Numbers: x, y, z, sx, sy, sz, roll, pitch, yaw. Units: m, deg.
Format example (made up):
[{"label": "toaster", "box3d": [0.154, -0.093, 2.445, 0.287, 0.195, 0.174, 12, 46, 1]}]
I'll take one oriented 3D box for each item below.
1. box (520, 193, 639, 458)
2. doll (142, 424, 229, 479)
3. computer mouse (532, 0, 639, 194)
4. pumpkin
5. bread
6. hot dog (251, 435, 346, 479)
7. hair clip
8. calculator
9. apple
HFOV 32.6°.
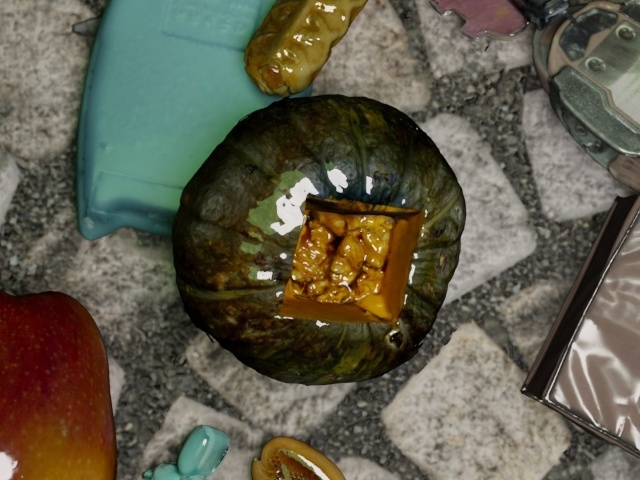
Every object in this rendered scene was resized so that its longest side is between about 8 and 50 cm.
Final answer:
[{"label": "box", "box3d": [0.354, 0.099, 1.176, 0.188, 0.153, 0.252, 29, 90, 2]}, {"label": "doll", "box3d": [-0.141, 0.304, 1.204, 0.158, 0.059, 0.159, -37, 59, 15]}, {"label": "computer mouse", "box3d": [0.391, -0.118, 1.179, 0.389, 0.115, 0.199, 41, 73, 16]}, {"label": "pumpkin", "box3d": [0.000, 0.000, 1.138, 0.320, 0.192, 0.320, -5, 104, -18]}, {"label": "bread", "box3d": [0.033, -0.314, 1.206, 0.084, 0.077, 0.367, 34, 78, -11]}, {"label": "hot dog", "box3d": [-0.014, 0.280, 1.223, 0.140, 0.060, 0.090, 34, 93, 8]}, {"label": "hair clip", "box3d": [0.207, -0.281, 1.211, 0.146, 0.056, 0.187, -43, 52, -2]}, {"label": "calculator", "box3d": [-0.139, -0.172, 1.240, 0.256, 0.054, 0.386, 12, 85, 0]}, {"label": "apple", "box3d": [-0.343, 0.206, 1.118, 0.288, 0.288, 0.317, -3, 71, 1]}]
